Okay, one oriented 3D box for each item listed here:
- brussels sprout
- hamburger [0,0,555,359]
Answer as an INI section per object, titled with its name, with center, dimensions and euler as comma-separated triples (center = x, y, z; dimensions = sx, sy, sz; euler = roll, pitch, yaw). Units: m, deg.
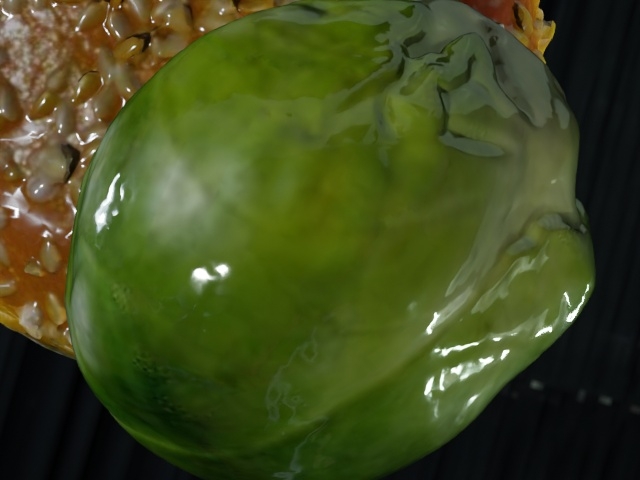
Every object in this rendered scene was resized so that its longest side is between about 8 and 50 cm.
[brussels sprout]
center = -0.003, -0.002, 0.479
dimensions = 0.117, 0.155, 0.155
euler = 25, -173, 42
[hamburger]
center = -0.048, -0.069, 0.708
dimensions = 0.291, 0.291, 0.225
euler = 16, -179, -9
